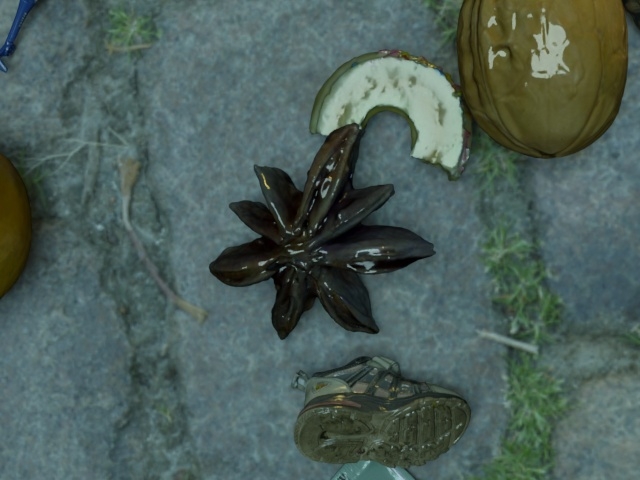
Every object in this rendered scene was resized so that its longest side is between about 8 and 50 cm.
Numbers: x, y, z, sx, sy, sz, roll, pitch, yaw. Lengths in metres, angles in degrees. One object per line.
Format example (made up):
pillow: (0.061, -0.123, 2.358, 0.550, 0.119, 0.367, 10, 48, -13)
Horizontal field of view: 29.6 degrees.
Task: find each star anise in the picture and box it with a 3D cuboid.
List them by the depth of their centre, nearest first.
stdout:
star anise: (0.000, 0.000, 1.196, 0.229, 0.093, 0.236, 10, 110, 11)

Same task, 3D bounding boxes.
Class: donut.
donut: (0.080, -0.133, 1.210, 0.166, 0.065, 0.108, 19, 97, 10)

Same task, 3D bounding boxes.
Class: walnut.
walnut: (0.208, -0.177, 1.141, 0.165, 0.165, 0.197, 4, 89, 9)

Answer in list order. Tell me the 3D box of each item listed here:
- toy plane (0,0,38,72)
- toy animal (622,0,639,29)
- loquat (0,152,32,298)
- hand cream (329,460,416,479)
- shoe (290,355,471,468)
toy plane: (-0.306, -0.258, 1.274, 0.054, 0.062, 0.167, 31, 105, 7)
toy animal: (0.387, -0.176, 1.156, 0.170, 0.090, 0.255, -16, 86, 13)
loquat: (-0.396, -0.015, 1.216, 0.208, 0.208, 0.208, 0, 91, 9)
hand cream: (0.132, 0.344, 1.219, 0.320, 0.067, 0.109, 41, 98, 11)
shoe: (0.055, 0.167, 1.210, 0.180, 0.092, 0.089, -1, 124, -14)
